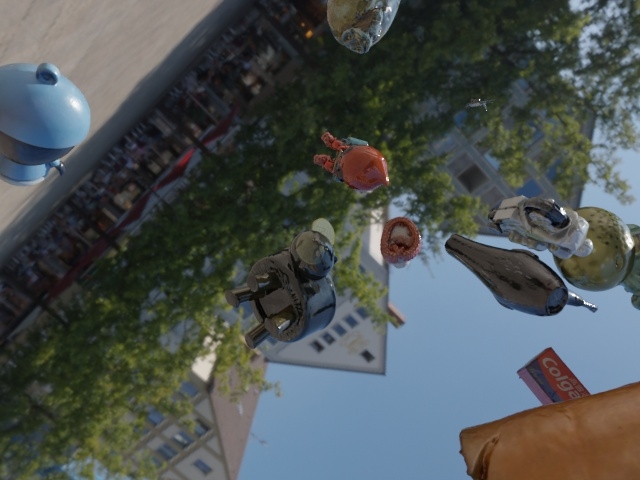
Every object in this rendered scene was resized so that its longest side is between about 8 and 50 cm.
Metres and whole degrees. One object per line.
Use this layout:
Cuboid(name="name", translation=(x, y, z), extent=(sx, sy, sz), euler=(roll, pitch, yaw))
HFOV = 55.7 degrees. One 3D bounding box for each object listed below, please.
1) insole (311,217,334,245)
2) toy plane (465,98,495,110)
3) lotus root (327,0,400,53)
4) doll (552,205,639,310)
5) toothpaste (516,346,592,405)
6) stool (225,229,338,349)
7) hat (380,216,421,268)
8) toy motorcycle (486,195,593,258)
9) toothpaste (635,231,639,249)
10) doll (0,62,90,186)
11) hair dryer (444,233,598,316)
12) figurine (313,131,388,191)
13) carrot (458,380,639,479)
Cuboid(name="insole", translation=(0.000, 0.000, 1.216), extent=(0.004, 0.064, 0.188), euler=(-38, -166, 25))
Cuboid(name="toy plane", translation=(0.386, -0.336, 1.485), extent=(0.077, 0.024, 0.084), euler=(-15, -157, -11))
Cuboid(name="lotus root", translation=(0.118, -0.620, 1.540), extent=(0.175, 0.175, 0.350), euler=(-26, -146, 51))
Cuboid(name="doll", translation=(0.585, 0.029, 1.202), extent=(0.162, 0.260, 0.177), euler=(113, -13, -55))
Cuboid(name="toothpaste", translation=(0.528, 0.364, 1.197), extent=(0.076, 0.320, 0.066), euler=(-35, 164, -11))
Cuboid(name="stool", translation=(-0.064, 0.077, 1.014), extent=(0.153, 0.228, 0.139), euler=(29, -145, 36))
Cuboid(name="hat", translation=(0.181, 0.022, 1.415), extent=(0.162, 0.093, 0.112), euler=(93, 14, -69))
Cuboid(name="toy motorcycle", translation=(0.352, -0.019, 0.958), extent=(0.074, 0.151, 0.229), euler=(-62, -179, -6))
Cuboid(name="toothpaste", translation=(0.620, 0.058, 1.085), extent=(0.028, 0.170, 0.045), euler=(-10, 156, -48))
Cuboid(name="doll", translation=(-0.507, -0.204, 1.062), extent=(0.314, 0.177, 0.141), euler=(-36, -139, 46))
Cuboid(name="hair dryer", translation=(0.456, 0.096, 1.283), extent=(0.303, 0.359, 0.120), euler=(33, -79, 58))
Cuboid(name="figurine", translation=(0.048, -0.101, 0.826), extent=(0.068, 0.075, 0.140), euler=(-69, -153, 14))
Cuboid(name="carrot", translation=(0.299, 0.226, 0.627), extent=(0.254, 0.196, 0.196), euler=(-32, -162, 11))
